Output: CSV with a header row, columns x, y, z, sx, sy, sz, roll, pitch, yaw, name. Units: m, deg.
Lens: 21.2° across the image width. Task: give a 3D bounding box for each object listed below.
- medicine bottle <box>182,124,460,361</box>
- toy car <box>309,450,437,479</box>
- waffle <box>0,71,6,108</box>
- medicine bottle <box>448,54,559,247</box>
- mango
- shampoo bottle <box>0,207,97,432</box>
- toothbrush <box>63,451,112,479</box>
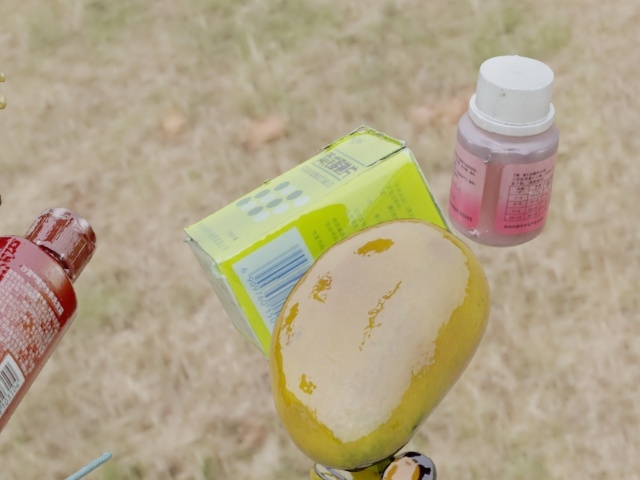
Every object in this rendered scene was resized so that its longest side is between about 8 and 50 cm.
x,y,z,sx,sy,sz,roll,pitch,yaw,name
0.000,0.000,1.827,0.250,0.141,0.137,-31,18,-10,medicine bottle
0.080,0.291,1.724,0.142,0.200,0.248,-54,41,-7,toy car
-0.413,-0.160,1.748,0.051,0.194,0.149,29,80,47,waffle
0.254,-0.121,2.331,0.147,0.247,0.147,4,32,-2,medicine bottle
0.043,0.087,1.506,0.175,0.139,0.254,11,48,38,mango
-0.309,0.088,1.625,0.076,0.118,0.314,-26,25,37,shampoo bottle
-0.267,0.253,1.805,0.011,0.014,0.167,5,16,25,toothbrush
